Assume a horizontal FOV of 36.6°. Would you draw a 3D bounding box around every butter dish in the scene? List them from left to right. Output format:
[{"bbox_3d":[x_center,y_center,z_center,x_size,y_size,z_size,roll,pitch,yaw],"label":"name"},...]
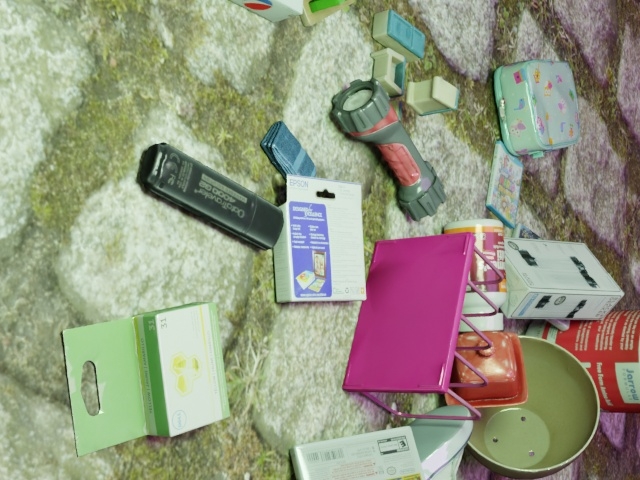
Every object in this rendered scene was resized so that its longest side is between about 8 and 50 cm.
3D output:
[{"bbox_3d":[0.314,0.229,1.851,0.118,0.160,0.160,82,6,-56],"label":"butter dish"}]

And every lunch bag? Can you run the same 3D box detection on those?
[{"bbox_3d":[0.507,-0.306,2.261,0.279,0.107,0.224,-13,96,-52],"label":"lunch bag"}]

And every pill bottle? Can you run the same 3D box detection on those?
[{"bbox_3d":[0.314,0.072,1.952,0.121,0.121,0.221,5,81,-51],"label":"pill bottle"},{"bbox_3d":[0.675,0.268,2.148,0.229,0.407,0.229,11,76,-50],"label":"pill bottle"}]

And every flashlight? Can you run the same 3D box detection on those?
[{"bbox_3d":[0.131,-0.158,1.782,0.304,0.103,0.103,55,21,-37],"label":"flashlight"}]

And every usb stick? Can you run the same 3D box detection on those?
[{"bbox_3d":[-0.155,-0.062,1.446,0.278,0.045,0.077,29,70,-46],"label":"usb stick"}]

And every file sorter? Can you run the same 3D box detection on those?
[{"bbox_3d":[0.199,0.161,1.733,0.182,0.202,0.291,39,56,-43],"label":"file sorter"}]

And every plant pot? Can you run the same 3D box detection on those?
[{"bbox_3d":[0.400,0.360,1.940,0.191,0.284,0.284,82,25,-56],"label":"plant pot"}]

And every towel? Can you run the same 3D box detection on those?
[{"bbox_3d":[-0.048,-0.137,1.602,0.119,0.029,0.067,52,47,-33],"label":"towel"}]

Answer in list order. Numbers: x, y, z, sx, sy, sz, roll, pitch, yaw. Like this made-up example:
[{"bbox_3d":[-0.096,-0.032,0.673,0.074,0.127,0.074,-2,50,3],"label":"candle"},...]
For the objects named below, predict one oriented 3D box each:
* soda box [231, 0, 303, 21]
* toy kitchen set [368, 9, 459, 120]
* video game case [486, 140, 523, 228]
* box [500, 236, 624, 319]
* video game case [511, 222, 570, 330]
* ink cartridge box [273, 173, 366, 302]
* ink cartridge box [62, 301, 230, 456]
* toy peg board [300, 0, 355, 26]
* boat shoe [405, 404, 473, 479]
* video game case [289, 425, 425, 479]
[{"bbox_3d":[-0.119,-0.418,1.522,0.216,0.069,0.074,15,74,-49],"label":"soda box"},{"bbox_3d":[0.192,-0.328,1.820,0.122,0.166,0.207,23,68,-48],"label":"toy kitchen set"},{"bbox_3d":[0.420,-0.126,2.200,0.119,0.015,0.166,35,58,-43],"label":"video game case"},{"bbox_3d":[0.486,0.083,2.065,0.289,0.087,0.169,3,41,-33],"label":"box"},{"bbox_3d":[0.497,0.081,2.182,0.183,0.023,0.201,33,49,-13],"label":"video game case"},{"bbox_3d":[0.000,0.000,1.629,0.206,0.045,0.208,4,83,-51],"label":"ink cartridge box"},{"bbox_3d":[-0.229,0.183,1.312,0.235,0.056,0.171,-8,92,-54],"label":"ink cartridge box"},{"bbox_3d":[0.016,-0.480,1.692,0.161,0.079,0.161,-41,117,-47],"label":"toy peg board"},{"bbox_3d":[0.176,0.454,1.715,0.367,0.135,0.157,-43,117,-42],"label":"boat shoe"},{"bbox_3d":[0.076,0.418,1.567,0.226,0.026,0.206,-3,67,-29],"label":"video game case"}]
